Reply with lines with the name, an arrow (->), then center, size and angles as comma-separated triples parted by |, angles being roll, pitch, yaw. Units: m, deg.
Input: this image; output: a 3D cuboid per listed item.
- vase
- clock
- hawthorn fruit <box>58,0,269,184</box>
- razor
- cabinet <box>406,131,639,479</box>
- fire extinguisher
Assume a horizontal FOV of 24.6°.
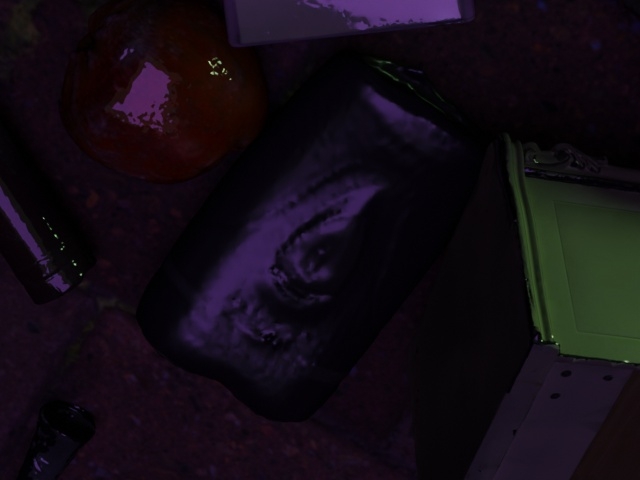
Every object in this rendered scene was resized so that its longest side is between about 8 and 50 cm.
vase -> -0.285, 0.240, 1.458 | 0.059, 0.059, 0.167 | 28, 112, -6
clock -> 0.025, -0.217, 1.193 | 0.197, 0.150, 0.063 | -5, 115, 8
hawthorn fruit -> -0.130, -0.127, 1.239 | 0.172, 0.173, 0.173 | 2, 112, 5
razor -> 0.000, 0.000, 1.303 | 0.204, 0.113, 0.349 | 35, 109, -13
cabinet -> 0.263, 0.103, 1.196 | 0.318, 0.227, 0.290 | 7, 134, -10
fire extinguisher -> -0.295, -0.074, 1.329 | 0.089, 0.072, 0.268 | -37, 107, -19
